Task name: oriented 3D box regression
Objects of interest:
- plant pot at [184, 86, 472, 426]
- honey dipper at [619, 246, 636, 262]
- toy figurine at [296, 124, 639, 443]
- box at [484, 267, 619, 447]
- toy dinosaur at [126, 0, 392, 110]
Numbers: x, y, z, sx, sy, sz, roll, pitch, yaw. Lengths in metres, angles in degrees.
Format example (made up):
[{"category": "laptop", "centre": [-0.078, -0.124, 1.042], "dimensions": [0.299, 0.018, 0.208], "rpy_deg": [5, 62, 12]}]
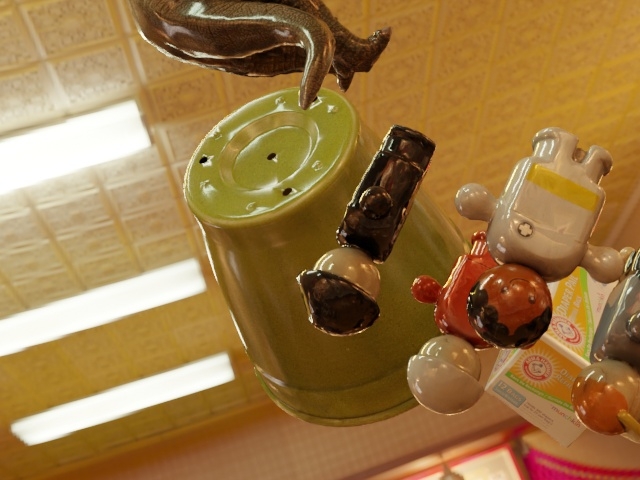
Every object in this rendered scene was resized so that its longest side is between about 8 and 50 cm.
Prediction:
[{"category": "plant pot", "centre": [0.000, 0.000, 1.319], "dimensions": [0.366, 0.367, 0.353], "rpy_deg": [-24, -47, 8]}, {"category": "honey dipper", "centre": [0.388, 0.020, 1.100], "dimensions": [0.160, 0.031, 0.030], "rpy_deg": [2, -32, -31]}, {"category": "toy figurine", "centre": [0.116, 0.035, 0.662], "dimensions": [0.209, 0.148, 0.213], "rpy_deg": [8, -27, 45]}, {"category": "box", "centre": [0.278, 0.115, 1.120], "dimensions": [0.103, 0.114, 0.203], "rpy_deg": [-58, -4, 35]}, {"category": "toy dinosaur", "centre": [-0.051, -0.141, 0.566], "dimensions": [0.160, 0.314, 0.121], "rpy_deg": [10, -47, -13]}]
